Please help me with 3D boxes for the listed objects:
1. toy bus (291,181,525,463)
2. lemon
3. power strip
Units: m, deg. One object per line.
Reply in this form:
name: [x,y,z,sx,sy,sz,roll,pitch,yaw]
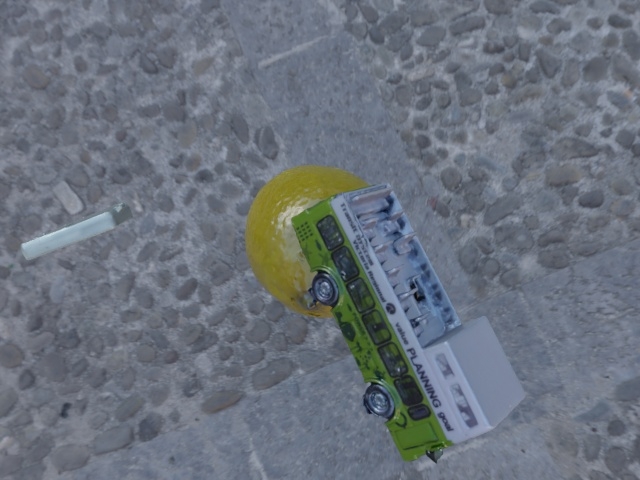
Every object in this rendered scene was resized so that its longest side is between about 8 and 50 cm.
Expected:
toy bus: [0.088,0.080,0.671,0.139,0.113,0.301,-33,80,41]
lemon: [-0.005,-0.006,0.940,0.228,0.228,0.253,-36,53,-1]
power strip: [-0.410,-0.016,1.019,0.192,0.081,0.035,-20,105,11]
